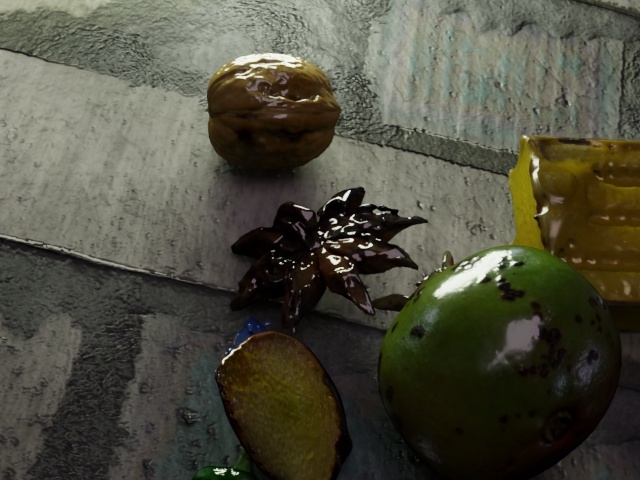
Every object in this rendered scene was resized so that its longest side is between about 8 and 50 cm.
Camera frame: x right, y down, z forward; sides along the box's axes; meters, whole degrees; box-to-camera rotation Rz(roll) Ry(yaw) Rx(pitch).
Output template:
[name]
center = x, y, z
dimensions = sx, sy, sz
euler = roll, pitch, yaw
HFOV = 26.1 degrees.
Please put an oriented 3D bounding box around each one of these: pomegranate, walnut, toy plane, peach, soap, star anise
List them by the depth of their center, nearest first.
[peach]
center = -0.059, 0.198, 1.563
dimensions = 0.068, 0.279, 0.189
euler = -22, 57, 25
[pomegranate]
center = 0.192, 0.116, 1.615
dimensions = 0.290, 0.291, 0.323
euler = -14, 60, -19
[toy plane]
center = -0.085, 0.164, 1.669
dimensions = 0.062, 0.054, 0.167
euler = -12, 55, 11
[star anise]
center = 0.000, 0.000, 1.715
dimensions = 0.272, 0.102, 0.272
euler = -13, 39, 10
[soap]
center = 0.398, -0.010, 1.819
dimensions = 0.281, 0.143, 0.259
euler = 2, 60, -9
[walnut]
center = -0.061, -0.172, 1.838
dimensions = 0.184, 0.155, 0.155
euler = 0, 56, -10

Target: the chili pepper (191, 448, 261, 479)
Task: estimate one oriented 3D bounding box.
[chili pepper]
center = -0.123, 0.346, 1.502
dimensions = 0.136, 0.099, 0.270
euler = 4, 49, 28
